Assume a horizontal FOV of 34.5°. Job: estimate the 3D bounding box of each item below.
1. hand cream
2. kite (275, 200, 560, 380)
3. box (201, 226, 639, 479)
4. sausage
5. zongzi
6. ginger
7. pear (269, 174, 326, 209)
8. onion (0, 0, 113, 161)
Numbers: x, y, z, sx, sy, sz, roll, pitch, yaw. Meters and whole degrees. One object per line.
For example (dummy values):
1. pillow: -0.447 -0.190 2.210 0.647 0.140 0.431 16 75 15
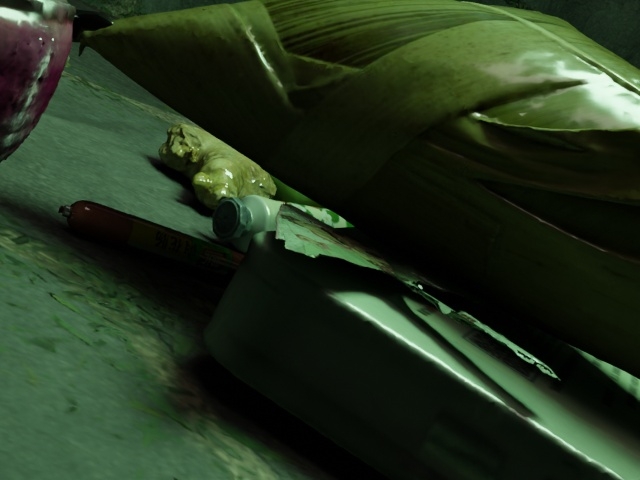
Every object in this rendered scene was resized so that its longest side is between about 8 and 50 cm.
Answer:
1. hand cream: 0.000 0.000 1.114 0.059 0.095 0.276 2 -7 44
2. kite: 0.051 0.026 0.668 0.250 0.012 0.229 31 10 39
3. box: 0.145 0.125 0.788 0.396 0.111 0.396 32 11 15
4. sausage: -0.121 0.007 0.879 0.223 0.029 0.029 21 13 -35
5. zongzi: 0.098 -0.021 0.719 0.467 0.218 0.500 -2 30 -24
6. ginger: -0.111 -0.079 1.213 0.137 0.074 0.213 12 13 -27
7. pear: 0.012 -0.128 1.309 0.159 0.292 0.292 20 13 -44
8. onion: -0.332 -0.124 0.631 0.349 0.159 0.267 11 8 -39
